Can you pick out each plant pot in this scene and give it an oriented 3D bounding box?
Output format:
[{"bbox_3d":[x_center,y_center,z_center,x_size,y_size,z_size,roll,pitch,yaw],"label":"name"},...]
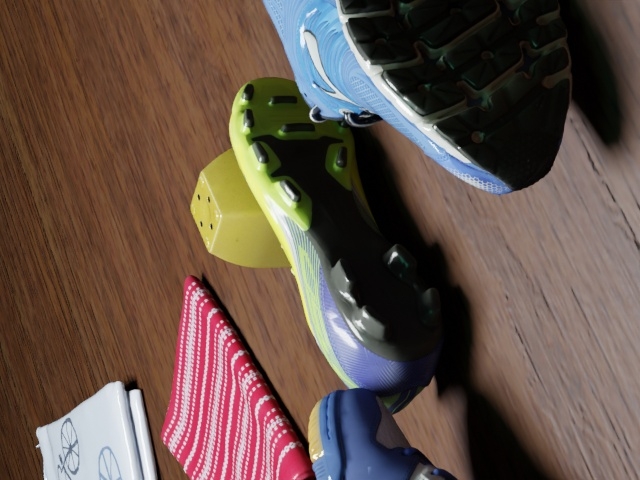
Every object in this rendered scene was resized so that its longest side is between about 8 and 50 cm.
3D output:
[{"bbox_3d":[-0.053,-0.027,1.467,0.081,0.083,0.081,64,151,31],"label":"plant pot"}]

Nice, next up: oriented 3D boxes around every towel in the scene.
[{"bbox_3d":[-0.077,0.187,1.663,0.275,0.031,0.198,-125,35,-44],"label":"towel"}]

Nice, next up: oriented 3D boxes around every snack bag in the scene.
[{"bbox_3d":[-0.226,0.334,2.038,0.342,0.037,0.323,148,112,-64],"label":"snack bag"}]

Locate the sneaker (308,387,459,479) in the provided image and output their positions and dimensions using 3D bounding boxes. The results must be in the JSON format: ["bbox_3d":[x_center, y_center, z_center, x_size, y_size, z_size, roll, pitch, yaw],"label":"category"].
[{"bbox_3d":[0.098,0.199,1.190,0.131,0.112,0.296,-37,57,12],"label":"sneaker"}]

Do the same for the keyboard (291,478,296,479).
[{"bbox_3d":[-0.001,0.268,1.450,0.108,0.023,0.180,-54,40,-3],"label":"keyboard"}]

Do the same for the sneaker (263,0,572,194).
[{"bbox_3d":[0.053,-0.128,1.183,0.330,0.130,0.147,54,163,43],"label":"sneaker"}]

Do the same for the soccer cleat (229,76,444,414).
[{"bbox_3d":[-0.001,0.001,1.352,0.121,0.093,0.289,105,146,-46],"label":"soccer cleat"}]
